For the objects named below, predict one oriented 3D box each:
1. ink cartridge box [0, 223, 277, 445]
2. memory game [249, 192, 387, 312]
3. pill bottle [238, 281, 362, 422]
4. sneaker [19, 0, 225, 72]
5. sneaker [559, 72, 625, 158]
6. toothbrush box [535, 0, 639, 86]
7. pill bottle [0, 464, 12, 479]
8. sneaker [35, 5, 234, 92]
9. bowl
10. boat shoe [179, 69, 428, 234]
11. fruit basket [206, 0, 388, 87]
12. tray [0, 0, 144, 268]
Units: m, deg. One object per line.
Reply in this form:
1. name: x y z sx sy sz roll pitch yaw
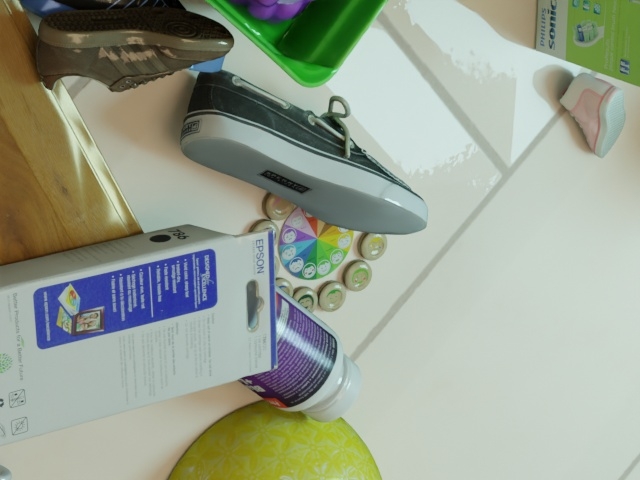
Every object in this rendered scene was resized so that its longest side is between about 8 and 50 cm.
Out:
1. ink cartridge box: -0.200 0.085 1.686 0.333 0.065 0.165 -12 114 -28
2. memory game: 0.000 0.000 1.907 0.186 0.012 0.186 -12 114 -29
3. pill bottle: -0.043 0.121 1.865 0.193 0.108 0.108 40 84 -37
4. sneaker: -0.179 -0.233 1.656 0.232 0.081 0.090 16 105 -36
5. sneaker: 0.324 -0.155 2.046 0.051 0.070 0.134 -51 157 -18
6. toothbrush box: 0.408 -0.250 1.911 0.206 0.283 0.122 -12 115 -30
7. pill bottle: -0.348 0.274 1.762 0.043 0.043 0.083 8 104 -35
8. sneaker: -0.177 -0.176 1.610 0.188 0.066 0.071 0 125 -21
9. bowl: -0.027 0.337 1.930 0.289 0.156 0.289 -12 114 -30
10. boat shoe: -0.009 -0.095 1.808 0.306 0.113 0.105 20 66 -26
11. fruit basket: 0.027 -0.347 1.573 0.283 0.392 0.392 39 84 -37
12. tray: -0.310 -0.047 1.647 0.203 0.076 0.411 -37 123 -17
